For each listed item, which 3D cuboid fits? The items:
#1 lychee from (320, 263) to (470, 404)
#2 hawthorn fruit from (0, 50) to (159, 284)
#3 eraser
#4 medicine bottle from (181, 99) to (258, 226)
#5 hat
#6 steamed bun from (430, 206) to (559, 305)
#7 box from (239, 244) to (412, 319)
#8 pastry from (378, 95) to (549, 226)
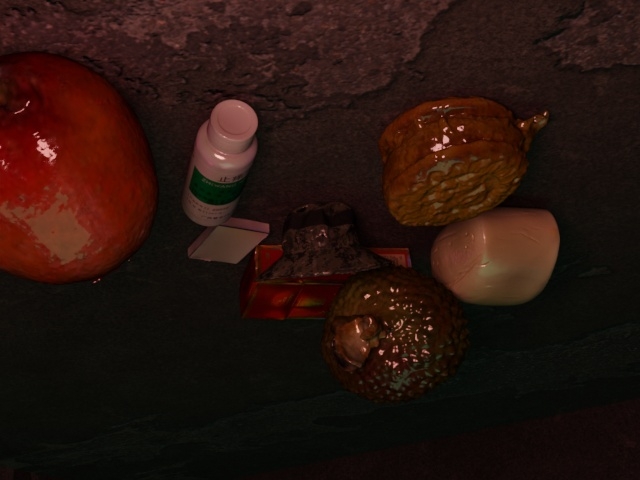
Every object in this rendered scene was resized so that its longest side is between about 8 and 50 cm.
[{"bbox_3d":[0.132,0.172,1.763,0.270,0.270,0.320,-25,135,37],"label":"lychee"},{"bbox_3d":[-0.352,-0.099,1.249,0.294,0.295,0.311,-12,120,14],"label":"hawthorn fruit"},{"bbox_3d":[-0.170,0.001,1.789,0.103,0.023,0.150,9,152,-27],"label":"eraser"},{"bbox_3d":[-0.151,-0.115,1.457,0.095,0.095,0.260,1,155,-14],"label":"medicine bottle"},{"bbox_3d":[0.000,0.000,1.696,0.265,0.129,0.265,-5,177,0],"label":"hat"},{"bbox_3d":[0.319,0.039,1.813,0.199,0.155,0.250,2,152,-17],"label":"steamed bun"},{"bbox_3d":[0.006,0.088,1.940,0.313,0.089,0.197,2,156,-14],"label":"box"},{"bbox_3d":[0.208,-0.111,1.492,0.235,0.132,0.240,6,154,-22],"label":"pastry"}]
